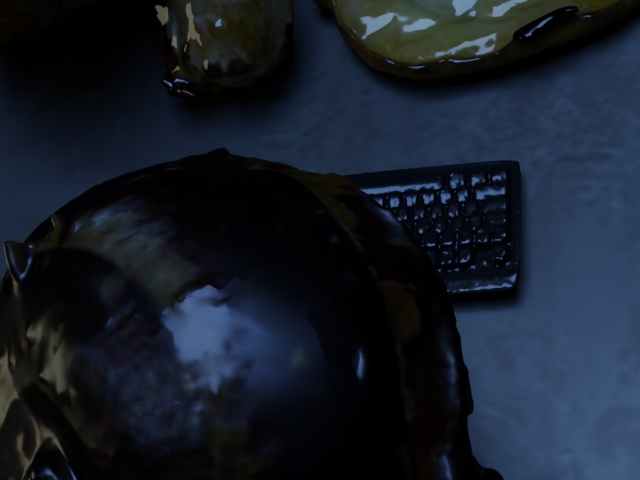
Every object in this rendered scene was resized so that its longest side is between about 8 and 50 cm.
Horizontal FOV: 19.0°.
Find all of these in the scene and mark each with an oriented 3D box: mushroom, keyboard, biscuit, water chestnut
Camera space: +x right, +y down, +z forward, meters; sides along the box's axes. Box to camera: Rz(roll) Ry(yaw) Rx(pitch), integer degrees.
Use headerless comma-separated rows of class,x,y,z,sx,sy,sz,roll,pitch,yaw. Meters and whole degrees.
mushroom,-0.141,-0.226,1.150,0.267,0.254,0.267,-28,52,43
keyboard,0.000,0.000,1.083,0.230,0.025,0.093,-5,56,14
biscuit,0.116,-0.188,1.153,0.260,0.041,0.203,-13,54,8
water chestnut,-0.030,0.101,0.915,0.300,0.300,0.300,-7,58,12
